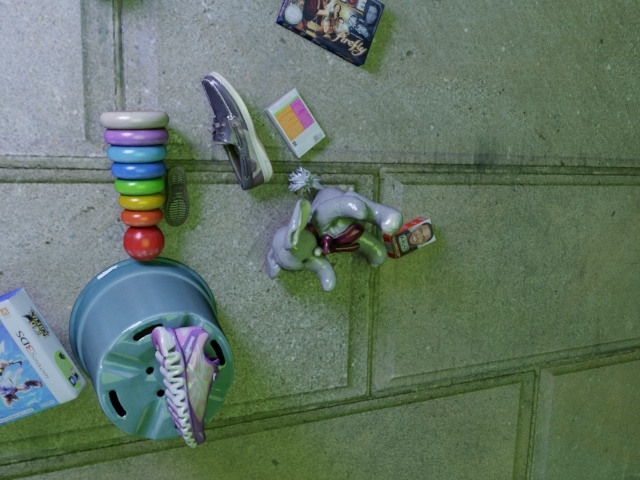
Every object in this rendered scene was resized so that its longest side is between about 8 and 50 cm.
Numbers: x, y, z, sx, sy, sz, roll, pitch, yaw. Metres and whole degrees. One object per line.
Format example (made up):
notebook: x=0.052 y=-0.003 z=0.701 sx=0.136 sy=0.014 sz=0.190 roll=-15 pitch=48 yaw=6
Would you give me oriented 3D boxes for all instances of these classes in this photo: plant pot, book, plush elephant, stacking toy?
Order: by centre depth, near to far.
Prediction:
plant pot: x=-0.348 y=0.230 z=1.162 sx=0.341 sy=0.334 sz=0.341 roll=-4 pitch=101 yaw=-23
stacking toy: x=-0.391 y=-0.115 z=1.202 sx=0.141 sy=0.141 sz=0.330 roll=-8 pitch=106 yaw=-23
plush elephant: x=0.000 y=0.000 z=1.330 sx=0.330 sy=0.272 sz=0.255 roll=35 pitch=68 yaw=3
book: x=-0.061 y=-0.294 z=1.374 sx=0.096 sy=0.035 sz=0.144 roll=-41 pitch=113 yaw=-17

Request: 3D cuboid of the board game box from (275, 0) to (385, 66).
board game box: x=0.028 y=-0.564 z=1.363 sx=0.243 sy=0.042 sz=0.165 roll=19 pitch=90 yaw=-26

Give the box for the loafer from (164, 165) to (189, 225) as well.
loafer: x=-0.333 y=-0.105 z=1.272 sx=0.056 sy=0.050 sz=0.148 roll=1 pitch=114 yaw=-22

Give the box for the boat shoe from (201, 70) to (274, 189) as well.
boat shoe: x=-0.205 y=-0.248 z=1.278 sx=0.092 sy=0.103 sz=0.285 roll=-36 pitch=117 yaw=-21

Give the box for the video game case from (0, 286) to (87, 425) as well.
video game case: x=-0.659 y=0.251 z=1.109 sx=0.270 sy=0.061 sz=0.244 roll=-21 pitch=108 yaw=9

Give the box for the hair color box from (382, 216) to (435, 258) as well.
hair color box: x=0.252 y=-0.008 z=1.558 sx=0.141 sy=0.043 sz=0.072 roll=-25 pitch=107 yaw=-20

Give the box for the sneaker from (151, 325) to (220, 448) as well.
sneaker: x=-0.227 y=0.257 z=0.989 sx=0.105 sy=0.095 sz=0.236 roll=-15 pitch=104 yaw=-30
